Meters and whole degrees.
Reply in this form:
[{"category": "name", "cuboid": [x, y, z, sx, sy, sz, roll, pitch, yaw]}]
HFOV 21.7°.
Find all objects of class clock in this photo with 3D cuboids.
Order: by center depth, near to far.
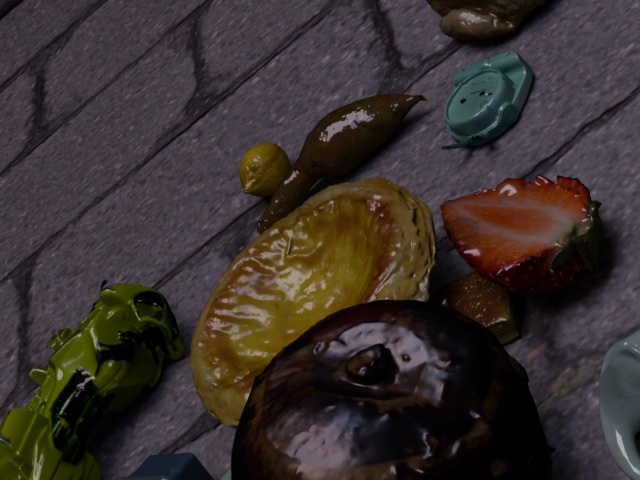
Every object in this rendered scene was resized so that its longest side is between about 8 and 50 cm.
[{"category": "clock", "cuboid": [0.184, -0.151, 1.908, 0.101, 0.041, 0.135, -17, 40, 41]}]

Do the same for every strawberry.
[{"category": "strawberry", "cuboid": [0.194, 0.000, 1.638, 0.187, 0.082, 0.146, 17, 42, 40]}]

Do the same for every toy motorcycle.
[{"category": "toy motorcycle", "cuboid": [-0.274, 0.175, 2.006, 0.206, 0.142, 0.342, -36, 22, 52]}]

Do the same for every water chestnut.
[{"category": "water chestnut", "cuboid": [0.062, 0.206, 1.445, 0.300, 0.300, 0.300, -32, 32, 23]}]

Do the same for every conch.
[{"category": "conch", "cuboid": [0.322, 0.120, 1.313, 0.221, 0.121, 0.185, -23, 36, 47]}]

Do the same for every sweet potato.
[{"category": "sweet potato", "cuboid": [0.011, -0.108, 2.049, 0.269, 0.075, 0.075, -41, 29, 17]}]

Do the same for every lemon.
[{"category": "lemon", "cuboid": [-0.073, -0.088, 2.139, 0.065, 0.065, 0.092, -18, 31, 40]}]

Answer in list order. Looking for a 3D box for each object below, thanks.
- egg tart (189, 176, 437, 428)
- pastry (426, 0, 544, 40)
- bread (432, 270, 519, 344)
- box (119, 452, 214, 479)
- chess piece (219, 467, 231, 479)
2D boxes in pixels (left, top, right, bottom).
[{"category": "egg tart", "cuboid": [0.010, 0.081, 1.760, 0.319, 0.128, 0.319, -30, 35, 24]}, {"category": "pastry", "cuboid": [0.221, -0.347, 2.046, 0.229, 0.100, 0.218, -46, 29, 3]}, {"category": "bread", "cuboid": [0.156, 0.073, 1.673, 0.090, 0.035, 0.094, -30, 33, 26]}, {"category": "box", "cuboid": [-0.161, 0.268, 1.808, 0.099, 0.074, 0.054, -10, 31, 46]}, {"category": "chess piece", "cuboid": [-0.106, 0.327, 1.626, 0.271, 0.139, 0.139, -42, 28, 29]}]
